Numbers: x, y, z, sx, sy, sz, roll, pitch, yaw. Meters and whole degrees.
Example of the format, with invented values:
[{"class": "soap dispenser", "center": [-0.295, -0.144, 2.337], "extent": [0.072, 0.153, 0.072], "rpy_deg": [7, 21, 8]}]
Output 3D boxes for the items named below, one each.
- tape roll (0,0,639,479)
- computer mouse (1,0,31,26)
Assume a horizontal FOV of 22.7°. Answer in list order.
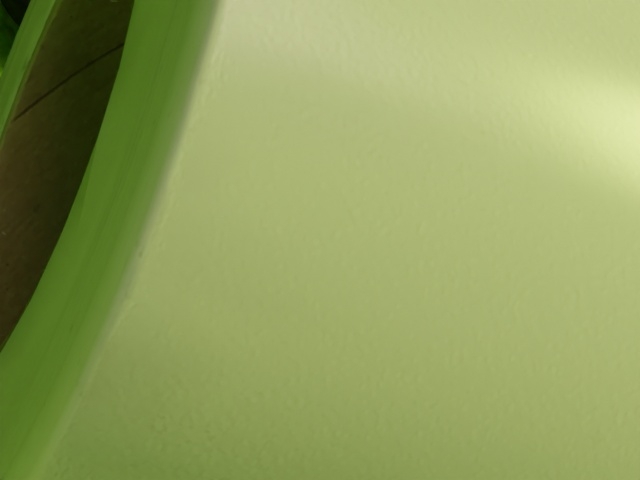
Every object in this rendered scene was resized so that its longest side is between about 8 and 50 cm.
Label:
[{"class": "tape roll", "center": [0.000, 0.000, 0.447], "extent": [0.169, 0.246, 0.246], "rpy_deg": [20, 41, -22]}, {"class": "computer mouse", "center": [-0.113, -0.151, 0.691], "extent": [0.071, 0.041, 0.242], "rpy_deg": [28, 31, -27]}]
